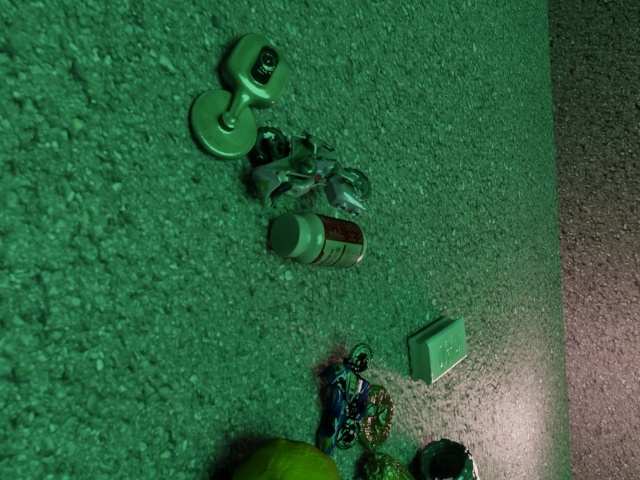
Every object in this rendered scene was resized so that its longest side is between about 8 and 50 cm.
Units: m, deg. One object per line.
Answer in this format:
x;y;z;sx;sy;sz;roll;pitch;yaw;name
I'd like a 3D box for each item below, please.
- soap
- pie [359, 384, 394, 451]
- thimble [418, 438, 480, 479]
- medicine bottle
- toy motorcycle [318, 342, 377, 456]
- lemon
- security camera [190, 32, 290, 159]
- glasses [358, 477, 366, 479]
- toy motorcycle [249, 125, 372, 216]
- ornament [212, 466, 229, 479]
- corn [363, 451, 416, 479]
0.422;0.384;1.694;0.265;0.087;0.160;-15;101;-46;soap
0.163;0.535;1.449;0.195;0.046;0.195;1;88;-48;pie
0.434;0.814;1.624;0.236;0.205;0.172;-34;112;-46;thimble
0.000;0.000;1.209;0.250;0.131;0.131;9;84;-47;medicine bottle
0.060;0.435;1.299;0.169;0.113;0.315;7;94;-36;toy motorcycle
-0.075;0.566;1.021;0.322;0.268;0.268;67;42;-60;lemon
-0.172;-0.319;1.053;0.157;0.080;0.302;35;66;-29;security camera
0.075;0.787;1.326;0.255;0.095;0.162;-55;135;-28;glasses
-0.030;-0.142;1.132;0.327;0.143;0.188;24;57;-16;toy motorcycle
-0.248;0.579;0.993;0.203;0.088;0.081;-48;144;-49;ornament
0.231;0.749;1.480;0.318;0.115;0.115;53;54;-39;corn
